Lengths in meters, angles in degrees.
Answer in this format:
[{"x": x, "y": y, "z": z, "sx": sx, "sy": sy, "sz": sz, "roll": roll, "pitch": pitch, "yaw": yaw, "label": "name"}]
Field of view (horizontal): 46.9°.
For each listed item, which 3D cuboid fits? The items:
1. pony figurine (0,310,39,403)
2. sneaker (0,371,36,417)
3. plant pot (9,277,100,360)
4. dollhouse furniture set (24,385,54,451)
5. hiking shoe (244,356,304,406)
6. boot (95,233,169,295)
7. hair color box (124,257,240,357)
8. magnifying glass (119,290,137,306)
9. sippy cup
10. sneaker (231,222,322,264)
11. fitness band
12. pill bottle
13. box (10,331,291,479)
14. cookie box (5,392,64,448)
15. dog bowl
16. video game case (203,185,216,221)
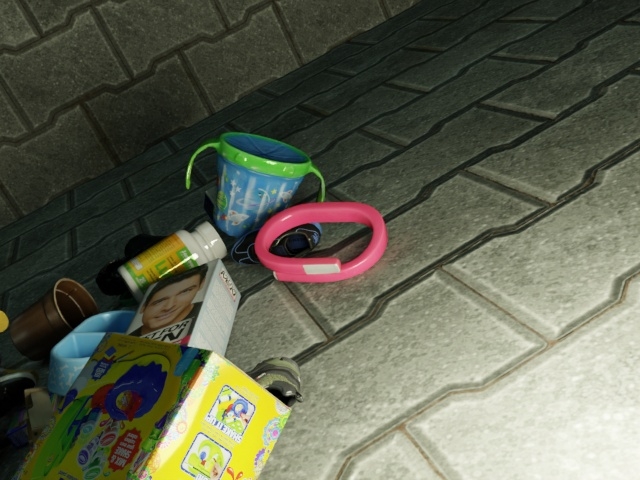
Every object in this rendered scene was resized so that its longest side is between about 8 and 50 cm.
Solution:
[{"x": -0.831, "y": 0.269, "z": 1.679, "sx": 0.363, "sy": 0.351, "sz": 0.303, "roll": 8, "pitch": 41, "yaw": 23, "label": "pony figurine"}, {"x": -0.680, "y": 0.368, "z": 1.516, "sx": 0.217, "sy": 0.079, "sz": 0.121, "roll": -28, "pitch": 45, "yaw": 2, "label": "sneaker"}, {"x": -0.653, "y": 0.203, "z": 1.802, "sx": 0.165, "sy": 0.167, "sz": 0.167, "roll": -30, "pitch": 22, "yaw": 13, "label": "plant pot"}, {"x": -0.614, "y": 0.370, "z": 1.349, "sx": 0.242, "sy": 0.212, "sz": 0.161, "roll": -7, "pitch": 17, "yaw": -25, "label": "dollhouse furniture set"}, {"x": -0.138, "y": 0.267, "z": 1.206, "sx": 0.227, "sy": 0.086, "sz": 0.114, "roll": -25, "pitch": 20, "yaw": 2, "label": "hiking shoe"}, {"x": -0.516, "y": 0.065, "z": 1.966, "sx": 0.246, "sy": 0.094, "sz": 0.207, "roll": -4, "pitch": 24, "yaw": 47, "label": "boot"}, {"x": -0.289, "y": 0.195, "z": 1.480, "sx": 0.185, "sy": 0.113, "sz": 0.374, "roll": -21, "pitch": 23, "yaw": 13, "label": "hair color box"}, {"x": -0.423, "y": 0.098, "z": 1.932, "sx": 0.231, "sy": 0.026, "sz": 0.092, "roll": -33, "pitch": 24, "yaw": -15, "label": "magnifying glass"}, {"x": -0.162, "y": -0.125, "z": 1.819, "sx": 0.305, "sy": 0.224, "sz": 0.240, "roll": 26, "pitch": 20, "yaw": 23, "label": "sippy cup"}, {"x": -0.110, "y": 0.013, "z": 1.713, "sx": 0.232, "sy": 0.081, "sz": 0.090, "roll": -18, "pitch": 18, "yaw": 17, "label": "sneaker"}, {"x": 0.000, "y": 0.000, "z": 1.579, "sx": 0.291, "sy": 0.054, "sz": 0.209, "roll": 1, "pitch": 42, "yaw": 24, "label": "fitness band"}, {"x": -0.355, "y": 0.059, "z": 1.800, "sx": 0.246, "sy": 0.136, "sz": 0.136, "roll": -34, "pitch": 24, "yaw": -16, "label": "pill bottle"}, {"x": -0.245, "y": 0.302, "z": 1.045, "sx": 0.290, "sy": 0.177, "sz": 0.279, "roll": -1, "pitch": 53, "yaw": 46, "label": "box"}, {"x": -0.583, "y": 0.367, "z": 1.520, "sx": 0.107, "sy": 0.040, "sz": 0.092, "roll": -27, "pitch": 22, "yaw": -3, "label": "cookie box"}, {"x": -0.452, "y": 0.224, "z": 1.527, "sx": 0.166, "sy": 0.074, "sz": 0.297, "roll": 0, "pitch": 16, "yaw": 8, "label": "dog bowl"}, {"x": -0.205, "y": -0.150, "z": 2.052, "sx": 0.244, "sy": 0.061, "sz": 0.269, "roll": -33, "pitch": 0, "yaw": -12, "label": "video game case"}]
